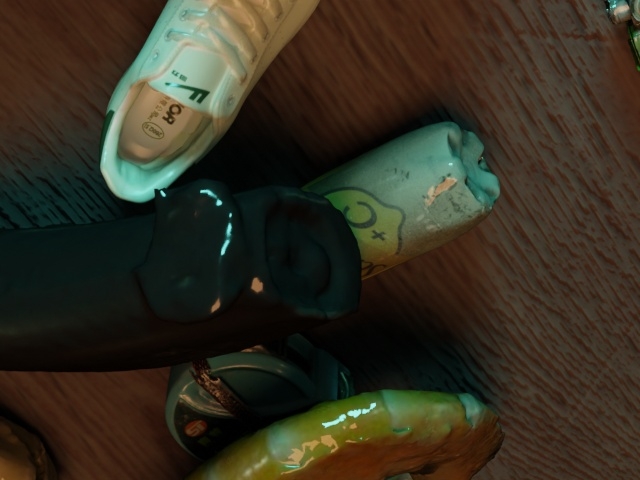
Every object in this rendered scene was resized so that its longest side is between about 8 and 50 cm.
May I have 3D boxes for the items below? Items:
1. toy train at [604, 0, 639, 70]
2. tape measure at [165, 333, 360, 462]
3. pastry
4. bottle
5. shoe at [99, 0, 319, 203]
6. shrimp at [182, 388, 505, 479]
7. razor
[{"bbox_3d":[0.285,-0.172,0.881,0.202,0.060,0.081,-20,127,16],"label":"toy train"},{"bbox_3d":[-0.056,0.124,1.082,0.146,0.081,0.125,38,120,-24],"label":"tape measure"},{"bbox_3d":[-0.300,0.208,1.148,0.166,0.088,0.165,1,123,2],"label":"pastry"},{"bbox_3d":[0.000,0.000,0.998,0.270,0.083,0.083,-27,118,28],"label":"bottle"},{"bbox_3d":[-0.065,-0.130,0.900,0.095,0.110,0.265,28,123,-13],"label":"shoe"},{"bbox_3d":[-0.025,0.224,1.109,0.272,0.085,0.445,1,148,-37],"label":"shrimp"},{"bbox_3d":[-0.145,0.034,0.939,0.327,0.189,0.107,-8,80,28],"label":"razor"}]
